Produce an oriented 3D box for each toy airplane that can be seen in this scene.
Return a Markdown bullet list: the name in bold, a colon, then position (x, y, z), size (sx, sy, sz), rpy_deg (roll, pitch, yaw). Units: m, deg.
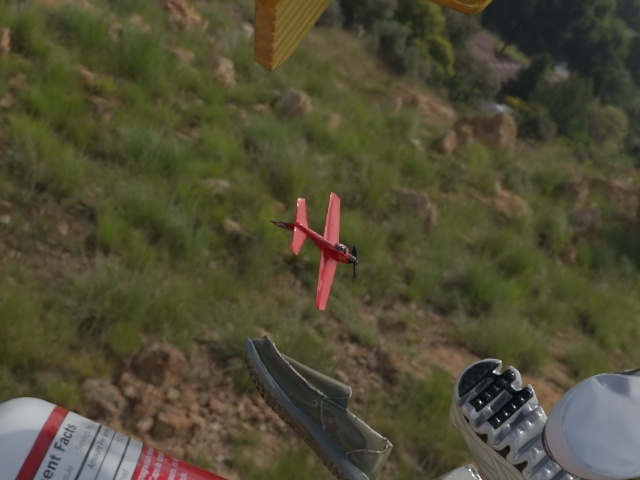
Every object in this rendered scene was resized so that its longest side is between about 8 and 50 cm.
- **toy airplane**: position (0.000, 0.000, 1.208), size (0.151, 0.028, 0.151), rpy_deg (14, 71, -48)

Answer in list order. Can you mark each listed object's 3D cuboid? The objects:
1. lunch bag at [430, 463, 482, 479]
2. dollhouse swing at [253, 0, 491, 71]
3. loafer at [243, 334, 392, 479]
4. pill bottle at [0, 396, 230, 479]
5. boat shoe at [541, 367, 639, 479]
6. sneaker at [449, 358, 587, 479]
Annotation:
- **lunch bag**: position (0.104, 0.468, 1.416), size (0.235, 0.287, 0.169), rpy_deg (-3, 52, -55)
- **dollhouse swing**: position (0.120, -0.319, 1.208), size (0.315, 0.305, 0.347), rpy_deg (21, -9, -2)
- **loafer**: position (-0.004, 0.213, 1.336), size (0.251, 0.087, 0.094), rpy_deg (48, -16, 7)
- **pill bottle**: position (-0.199, 0.272, 0.851), size (0.408, 0.229, 0.229), rpy_deg (25, 26, -7)
- **boat shoe**: position (0.232, 0.138, 0.808), size (0.228, 0.076, 0.080), rpy_deg (-16, 76, -46)
- **sneaker**: position (0.260, 0.279, 1.229), size (0.110, 0.118, 0.292), rpy_deg (-27, 68, -26)
